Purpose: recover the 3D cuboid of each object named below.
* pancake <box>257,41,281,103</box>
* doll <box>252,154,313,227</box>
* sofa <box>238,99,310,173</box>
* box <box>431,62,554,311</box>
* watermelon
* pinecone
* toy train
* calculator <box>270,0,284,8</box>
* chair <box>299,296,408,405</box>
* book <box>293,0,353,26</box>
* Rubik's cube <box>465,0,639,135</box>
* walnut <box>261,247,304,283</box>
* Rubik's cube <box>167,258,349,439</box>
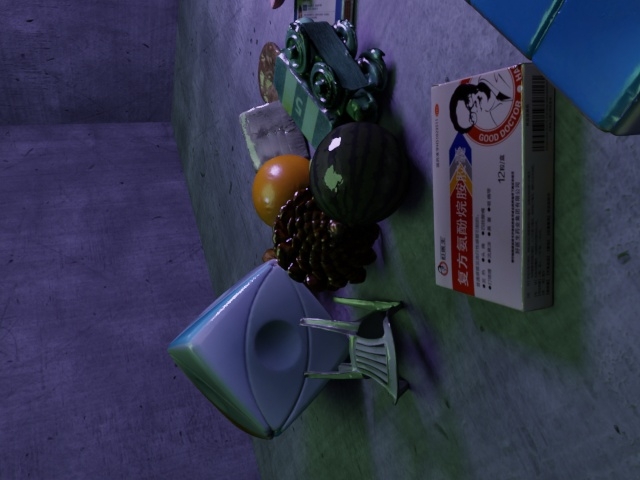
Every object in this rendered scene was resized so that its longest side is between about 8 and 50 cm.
[{"bbox_3d":[-0.139,-0.509,1.681,0.236,0.042,0.222,25,122,61],"label":"pancake"},{"bbox_3d":[-0.070,-0.126,1.454,0.236,0.214,0.213,13,109,51],"label":"doll"},{"bbox_3d":[-0.132,-0.311,1.651,0.225,0.176,0.210,-3,-104,-85],"label":"sofa"},{"bbox_3d":[0.265,-0.082,0.851,0.214,0.069,0.353,-166,72,-65],"label":"box"},{"bbox_3d":[0.079,-0.130,1.080,0.212,0.212,0.212,173,90,-67],"label":"watermelon"},{"bbox_3d":[0.003,-0.009,1.262,0.264,0.264,0.264,173,90,-67],"label":"pinecone"},{"bbox_3d":[0.019,-0.348,1.194,0.299,0.167,0.238,58,153,25],"label":"toy train"},{"bbox_3d":[-0.085,-0.787,1.379,0.220,0.048,0.329,-163,71,-66],"label":"calculator"},{"bbox_3d":[0.096,0.242,1.188,0.275,0.191,0.203,-3,95,38],"label":"chair"},{"bbox_3d":[0.004,-0.659,1.312,0.300,0.039,0.427,-139,47,-57],"label":"book"},{"bbox_3d":[0.306,-0.284,0.410,0.290,0.291,0.291,109,145,-45],"label":"Rubik's cube"},{"bbox_3d":[-0.111,0.085,1.655,0.184,0.156,0.155,-164,69,-64],"label":"walnut"},{"bbox_3d":[-0.173,0.297,1.474,0.347,0.351,0.352,50,156,-6],"label":"Rubik's cube"}]
